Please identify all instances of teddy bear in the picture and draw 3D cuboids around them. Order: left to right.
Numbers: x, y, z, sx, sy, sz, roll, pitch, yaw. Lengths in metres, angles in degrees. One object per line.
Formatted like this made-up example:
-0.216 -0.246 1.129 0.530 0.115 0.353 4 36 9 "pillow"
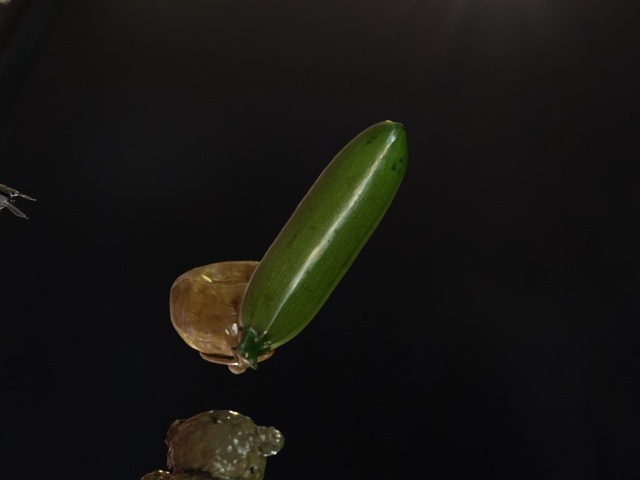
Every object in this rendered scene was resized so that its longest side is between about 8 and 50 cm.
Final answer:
-0.168 0.365 1.862 0.156 0.267 0.256 75 30 -45 "teddy bear"

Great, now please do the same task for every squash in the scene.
0.000 0.000 1.701 0.395 0.107 0.107 -57 -170 -21 "squash"

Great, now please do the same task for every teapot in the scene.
-0.130 0.131 1.985 0.311 0.204 0.167 -135 -138 -74 "teapot"

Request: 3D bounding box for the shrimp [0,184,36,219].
-0.551 -0.126 1.579 0.221 0.411 0.166 -69 167 -59 "shrimp"
